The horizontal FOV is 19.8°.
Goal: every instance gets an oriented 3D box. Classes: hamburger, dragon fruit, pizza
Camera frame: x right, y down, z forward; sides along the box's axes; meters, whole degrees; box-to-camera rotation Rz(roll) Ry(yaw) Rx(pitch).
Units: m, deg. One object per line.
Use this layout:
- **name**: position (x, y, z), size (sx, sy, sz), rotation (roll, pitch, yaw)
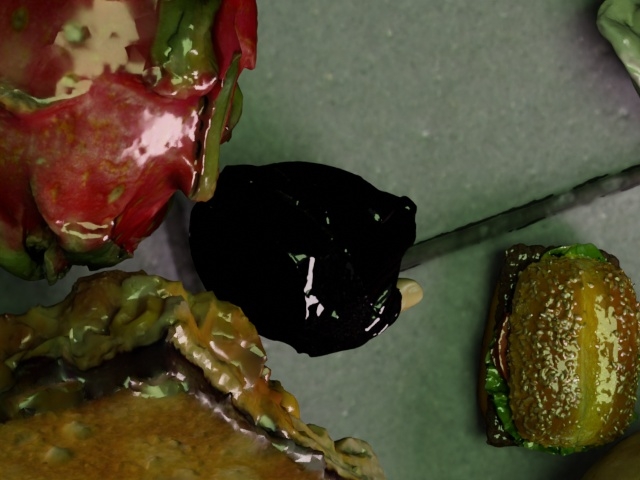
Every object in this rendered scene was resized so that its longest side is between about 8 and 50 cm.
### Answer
- **hamburger**: position (0.194, 0.084, 1.416), size (0.137, 0.087, 0.165), rotation (4, 92, -25)
- **dragon fruit**: position (-0.155, -0.118, 1.170), size (0.231, 0.237, 0.302), rotation (2, 104, -4)
- **pizza**: position (-0.148, 0.126, 1.196), size (0.409, 0.114, 0.277), rotation (0, 136, -12)

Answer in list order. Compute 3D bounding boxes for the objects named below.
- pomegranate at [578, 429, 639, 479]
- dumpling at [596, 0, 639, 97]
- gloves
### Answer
- **pomegranate**: position (0.301, 0.260, 1.396), size (0.260, 0.260, 0.260), rotation (-2, 94, -25)
- **dumpling**: position (0.326, -0.146, 1.441), size (0.250, 0.162, 0.132), rotation (12, 125, -14)
- **gloves**: position (0.000, 0.000, 1.271), size (0.164, 0.124, 0.203), rotation (47, 35, -3)
